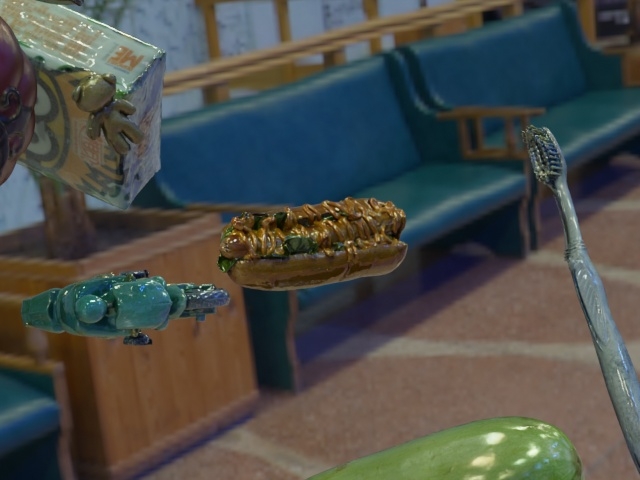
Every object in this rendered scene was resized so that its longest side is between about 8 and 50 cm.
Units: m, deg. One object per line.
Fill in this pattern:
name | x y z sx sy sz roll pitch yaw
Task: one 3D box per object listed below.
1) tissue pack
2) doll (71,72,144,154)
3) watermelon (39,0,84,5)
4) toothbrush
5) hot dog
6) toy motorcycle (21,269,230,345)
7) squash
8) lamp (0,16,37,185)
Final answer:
tissue pack | -0.363 -0.201 1.736 0.311 0.228 0.128 24 50 12
doll | -0.231 -0.137 1.417 0.061 0.093 0.051 -36 10 -9
watermelon | -0.352 -0.368 1.381 0.193 0.310 0.231 12 44 10
toothbrush | 0.292 0.063 1.403 0.035 0.413 0.042 -29 -22 38
hot dog | 0.000 0.000 1.082 0.188 0.072 0.055 -9 -27 -31
toy motorcycle | -0.282 0.097 1.795 0.297 0.109 0.198 -6 -2 37
squash | 0.052 0.242 1.123 0.371 0.118 0.118 -22 7 23
lamp | -0.365 -0.118 1.186 0.227 0.226 0.227 -6 14 1
